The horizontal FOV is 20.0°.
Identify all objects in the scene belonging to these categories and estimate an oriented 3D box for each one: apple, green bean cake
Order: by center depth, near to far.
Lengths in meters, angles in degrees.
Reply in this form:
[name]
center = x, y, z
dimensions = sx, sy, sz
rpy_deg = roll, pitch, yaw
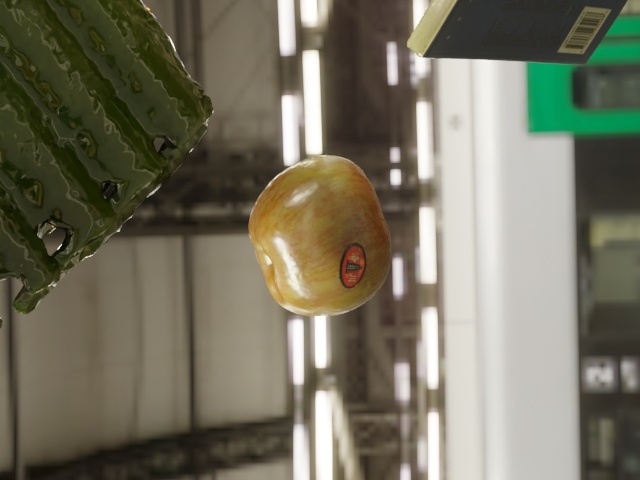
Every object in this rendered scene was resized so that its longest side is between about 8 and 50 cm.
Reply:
[green bean cake]
center = -0.283, -0.072, 1.332
dimensions = 0.335, 0.319, 0.218
rpy_deg = -43, -70, -25
[apple]
center = -0.001, -0.002, 1.428
dimensions = 0.126, 0.102, 0.126
rpy_deg = 161, 90, -83

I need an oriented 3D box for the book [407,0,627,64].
[book]
center = 0.207, -0.241, 1.617
dimensions = 0.269, 0.025, 0.191
rpy_deg = -4, -48, -50
